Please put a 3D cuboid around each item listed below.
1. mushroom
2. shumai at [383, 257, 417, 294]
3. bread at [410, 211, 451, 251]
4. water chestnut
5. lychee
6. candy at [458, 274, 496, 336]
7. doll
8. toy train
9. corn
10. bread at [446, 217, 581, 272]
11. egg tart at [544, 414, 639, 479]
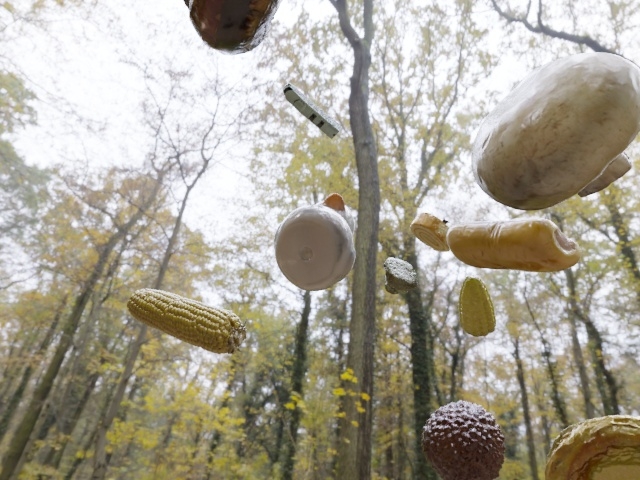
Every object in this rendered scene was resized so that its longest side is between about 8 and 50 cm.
[{"bbox_3d":[0.332,-0.124,0.662,0.195,0.189,0.253,42,-17,-6],"label":"mushroom"},{"bbox_3d":[0.161,0.087,0.975,0.083,0.082,0.080,35,-52,9],"label":"shumai"},{"bbox_3d":[0.370,-0.030,1.495,0.149,0.073,0.122,40,-18,-12],"label":"bread"},{"bbox_3d":[-0.226,-0.592,1.066,0.300,0.300,0.300,5,-34,4],"label":"water chestnut"},{"bbox_3d":[0.448,0.650,1.438,0.264,0.264,0.300,13,-64,-8],"label":"lychee"},{"bbox_3d":[0.463,0.187,1.362,0.106,0.094,0.199,-8,-63,17],"label":"candy"},{"bbox_3d":[0.000,0.000,1.160,0.221,0.221,0.251,13,-73,-8],"label":"doll"},{"bbox_3d":[-0.029,-0.389,1.366,0.207,0.047,0.043,37,-46,-17],"label":"toy train"},{"bbox_3d":[-0.323,0.186,1.090,0.305,0.106,0.106,17,-32,14],"label":"corn"},{"bbox_3d":[0.399,0.016,0.988,0.142,0.091,0.305,38,-13,-16],"label":"bread"},{"bbox_3d":[0.527,0.432,0.763,0.294,0.294,0.123,-10,-5,25],"label":"egg tart"}]
